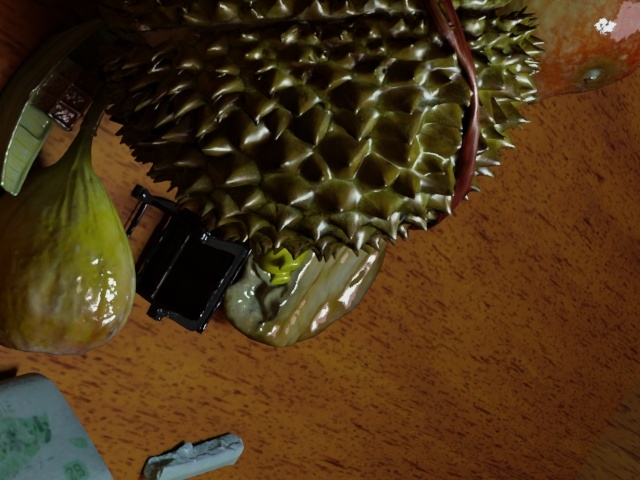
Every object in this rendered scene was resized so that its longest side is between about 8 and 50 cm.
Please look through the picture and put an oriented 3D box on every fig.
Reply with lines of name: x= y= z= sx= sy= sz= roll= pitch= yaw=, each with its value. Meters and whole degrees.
fig: x=-0.224 y=-0.021 z=1.674 sx=0.159 sy=0.159 sz=0.257 roll=0 pitch=112 yaw=-61

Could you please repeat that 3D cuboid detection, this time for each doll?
doll: x=-0.057 y=-0.037 z=1.957 sx=0.062 sy=0.162 sz=0.106 roll=-10 pitch=160 yaw=-21

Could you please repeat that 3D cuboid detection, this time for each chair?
chair: x=-0.128 y=0.030 z=1.945 sx=0.106 sy=0.113 sz=0.229 roll=-59 pitch=152 yaw=4

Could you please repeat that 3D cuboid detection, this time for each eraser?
eraser: x=-0.314 y=0.220 z=1.747 sx=0.081 sy=0.174 sz=0.227 roll=-38 pitch=167 yaw=31

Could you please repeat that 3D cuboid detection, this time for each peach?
peach: x=0.298 y=-0.275 z=2.247 sx=0.232 sy=0.232 sz=0.256 roll=21 pitch=89 yaw=-65

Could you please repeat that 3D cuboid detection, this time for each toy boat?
toy boat: x=-0.235 y=-0.120 z=1.626 sx=0.172 sy=0.066 sz=0.065 roll=-56 pitch=158 yaw=-6

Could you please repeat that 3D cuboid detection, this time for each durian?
durian: x=0.002 y=-0.152 z=1.600 sx=0.347 sy=0.384 sz=0.347 roll=3 pitch=90 yaw=-89

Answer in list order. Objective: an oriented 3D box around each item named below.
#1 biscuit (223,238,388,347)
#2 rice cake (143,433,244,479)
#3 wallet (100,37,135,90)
biscuit: x=-0.001 y=-0.001 z=2.159 sx=0.274 sy=0.091 sz=0.213 roll=-61 pitch=152 yaw=1
rice cake: x=-0.150 y=0.263 z=2.249 sx=0.180 sy=0.030 sz=0.042 roll=-8 pitch=130 yaw=-59
wallet: x=-0.147 y=-0.210 z=1.726 sx=0.111 sy=0.030 sz=0.166 roll=-23 pitch=138 yaw=-52
